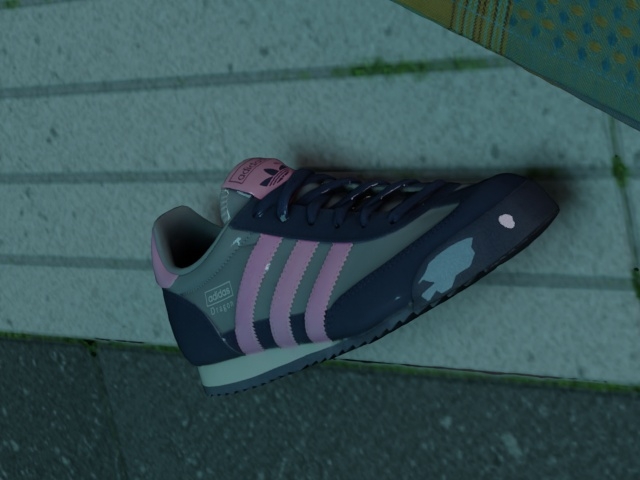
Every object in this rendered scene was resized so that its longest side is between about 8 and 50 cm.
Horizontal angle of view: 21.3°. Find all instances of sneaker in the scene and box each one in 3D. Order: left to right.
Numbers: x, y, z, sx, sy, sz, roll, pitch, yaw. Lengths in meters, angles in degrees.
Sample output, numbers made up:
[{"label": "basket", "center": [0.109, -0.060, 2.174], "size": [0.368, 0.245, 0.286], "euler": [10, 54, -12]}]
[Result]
[{"label": "sneaker", "center": [0.000, 0.000, 1.039], "size": [0.319, 0.112, 0.131], "euler": [-25, 94, 44]}]

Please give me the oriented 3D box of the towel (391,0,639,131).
[{"label": "towel", "center": [0.083, -0.241, 0.907], "size": [0.370, 0.040, 0.271], "euler": [31, 126, 31]}]
